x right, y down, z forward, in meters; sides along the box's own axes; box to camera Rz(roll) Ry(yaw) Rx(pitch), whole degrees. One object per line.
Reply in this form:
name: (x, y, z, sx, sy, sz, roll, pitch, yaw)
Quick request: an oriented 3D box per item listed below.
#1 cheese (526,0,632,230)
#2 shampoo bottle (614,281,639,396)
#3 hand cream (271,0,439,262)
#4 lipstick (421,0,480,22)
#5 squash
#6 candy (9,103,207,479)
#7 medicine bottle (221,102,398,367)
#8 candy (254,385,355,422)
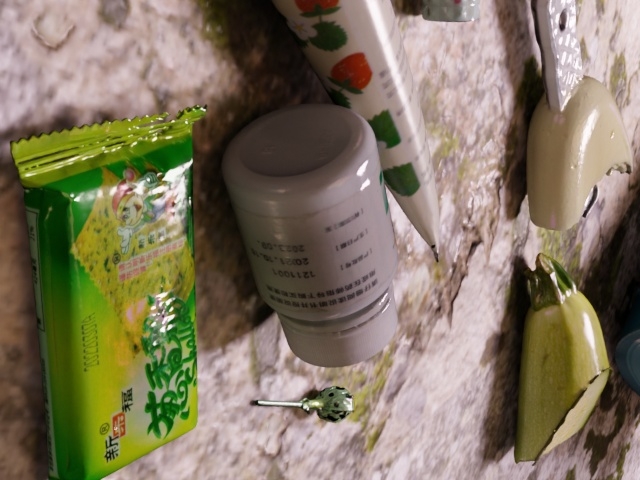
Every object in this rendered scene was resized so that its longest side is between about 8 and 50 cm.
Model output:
cheese: (0.191, -0.103, 0.864, 0.127, 0.049, 0.235, -51, 142, -29)
shampoo bottle: (0.513, 0.029, 1.143, 0.343, 0.331, 0.331, -61, 145, -20)
hand cream: (0.021, -0.098, 0.608, 0.276, 0.059, 0.095, 60, 17, -48)
lipstick: (0.080, -0.191, 0.681, 0.037, 0.037, 0.116, -20, 116, -51)
squash: (0.203, 0.101, 0.951, 0.090, 0.075, 0.200, -17, 120, -22)
candy: (-0.093, 0.030, 0.523, 0.102, 0.032, 0.178, -25, 124, -49)
medicine bottle: (0.000, 0.000, 0.603, 0.080, 0.080, 0.130, -48, 139, -34)
candy: (-0.009, 0.099, 0.689, 0.083, 0.025, 0.023, 12, 111, -50)
